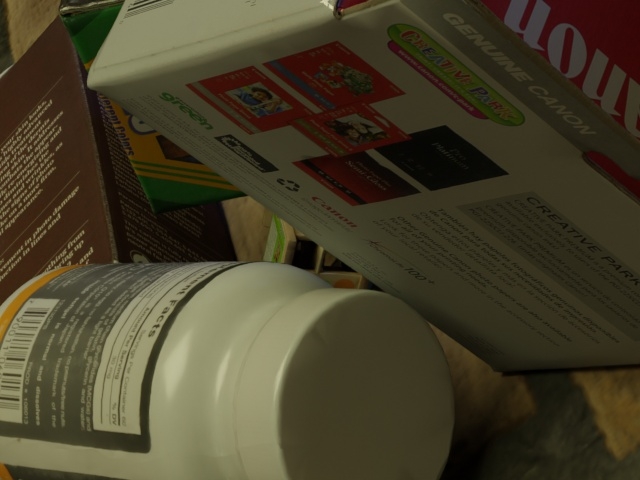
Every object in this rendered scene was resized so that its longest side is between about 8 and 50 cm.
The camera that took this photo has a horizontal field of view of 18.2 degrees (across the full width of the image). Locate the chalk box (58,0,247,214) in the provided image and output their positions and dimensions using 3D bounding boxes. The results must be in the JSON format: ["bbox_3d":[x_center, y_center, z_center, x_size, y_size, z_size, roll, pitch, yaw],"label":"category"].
[{"bbox_3d":[0.005,-0.160,1.289,0.289,0.179,0.180,-9,43,12],"label":"chalk box"}]

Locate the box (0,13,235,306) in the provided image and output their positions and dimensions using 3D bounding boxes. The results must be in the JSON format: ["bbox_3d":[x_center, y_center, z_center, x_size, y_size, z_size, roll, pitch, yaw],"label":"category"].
[{"bbox_3d":[-0.181,0.008,1.480,0.191,0.143,0.381,-45,33,17],"label":"box"}]

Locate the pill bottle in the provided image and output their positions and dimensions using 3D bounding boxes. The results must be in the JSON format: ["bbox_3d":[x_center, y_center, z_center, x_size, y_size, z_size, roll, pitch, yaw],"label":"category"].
[{"bbox_3d":[-0.066,0.093,1.145,0.278,0.162,0.162,-1,59,48],"label":"pill bottle"}]

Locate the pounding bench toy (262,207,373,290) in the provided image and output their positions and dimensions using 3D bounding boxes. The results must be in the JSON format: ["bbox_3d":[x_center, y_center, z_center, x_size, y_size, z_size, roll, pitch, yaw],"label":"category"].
[{"bbox_3d":[0.000,0.000,1.289,0.083,0.065,0.052,-106,24,-54],"label":"pounding bench toy"}]

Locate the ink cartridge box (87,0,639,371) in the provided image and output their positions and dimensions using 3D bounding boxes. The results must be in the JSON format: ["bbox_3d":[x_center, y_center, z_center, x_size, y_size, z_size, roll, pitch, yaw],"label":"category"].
[{"bbox_3d":[0.095,-0.064,0.975,0.272,0.309,0.130,-7,54,52],"label":"ink cartridge box"}]
